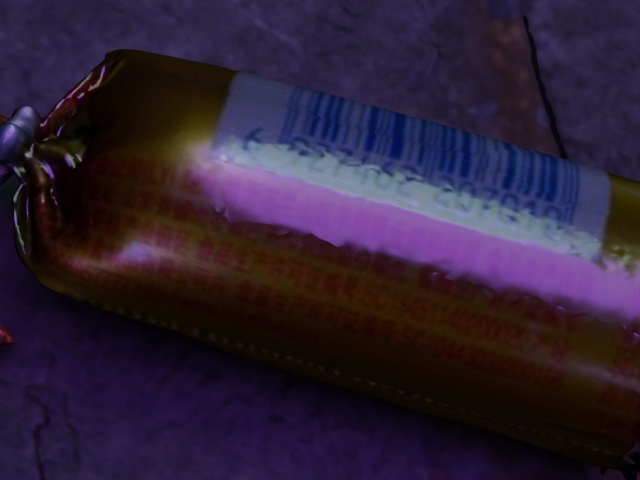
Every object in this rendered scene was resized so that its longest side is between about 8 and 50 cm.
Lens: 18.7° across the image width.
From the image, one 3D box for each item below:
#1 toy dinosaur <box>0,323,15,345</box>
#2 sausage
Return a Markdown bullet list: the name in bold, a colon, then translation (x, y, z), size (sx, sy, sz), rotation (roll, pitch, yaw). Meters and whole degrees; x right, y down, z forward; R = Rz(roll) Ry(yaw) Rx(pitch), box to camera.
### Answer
- **toy dinosaur**: translation (-0.176, 0.052, 0.793), size (0.101, 0.055, 0.279), rotation (-36, 80, -10)
- **sausage**: translation (-0.001, 0.002, 0.809), size (0.317, 0.117, 0.125), rotation (15, 90, -1)
